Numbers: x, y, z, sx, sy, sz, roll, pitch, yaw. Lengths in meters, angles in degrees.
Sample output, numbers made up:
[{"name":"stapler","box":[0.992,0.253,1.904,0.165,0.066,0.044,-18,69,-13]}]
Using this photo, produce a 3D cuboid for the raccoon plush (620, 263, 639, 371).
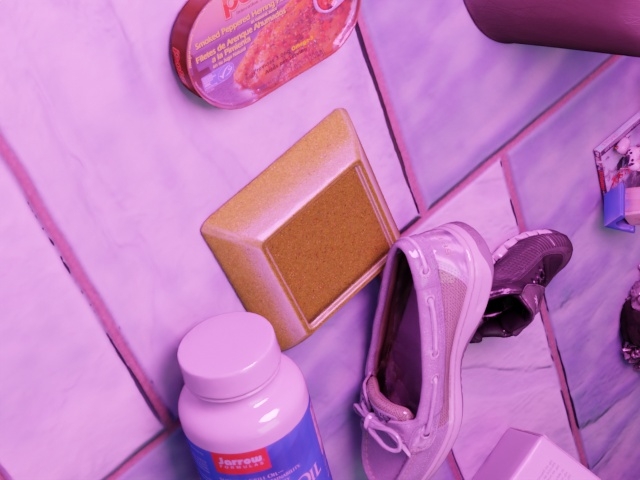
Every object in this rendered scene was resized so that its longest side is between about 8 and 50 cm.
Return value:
[{"name":"raccoon plush","box":[0.589,0.075,1.504,0.216,0.299,0.446,20,97,-44]}]

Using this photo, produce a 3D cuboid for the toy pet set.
[{"name":"toy pet set","box":[0.377,-0.069,1.415,0.122,0.065,0.114,36,54,-54]}]

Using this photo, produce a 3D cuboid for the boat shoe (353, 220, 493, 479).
[{"name":"boat shoe","box":[0.087,0.130,1.213,0.103,0.118,0.320,-8,126,-35]}]

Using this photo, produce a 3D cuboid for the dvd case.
[{"name":"dvd case","box":[0.375,-0.087,1.440,0.087,0.013,0.119,-38,130,-21]}]

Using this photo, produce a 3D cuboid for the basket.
[{"name":"basket","box":[0.264,-0.256,1.111,0.154,0.227,0.204,-37,131,-22]}]

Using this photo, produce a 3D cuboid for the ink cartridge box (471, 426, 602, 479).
[{"name":"ink cartridge box","box":[0.304,0.410,1.430,0.307,0.129,0.223,38,81,-5]}]

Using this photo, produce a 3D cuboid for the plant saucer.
[{"name":"plant saucer","box":[0.000,0.000,1.135,0.188,0.045,0.188,-42,132,-18]}]

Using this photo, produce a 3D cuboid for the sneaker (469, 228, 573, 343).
[{"name":"sneaker","box":[0.215,0.059,1.307,0.234,0.106,0.078,-23,125,-32]}]

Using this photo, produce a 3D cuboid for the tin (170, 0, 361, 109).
[{"name":"tin","box":[-0.045,-0.189,1.010,0.189,0.040,0.106,-34,133,-24]}]

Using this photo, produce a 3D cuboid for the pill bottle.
[{"name":"pill bottle","box":[-0.065,0.181,1.112,0.124,0.124,0.222,-33,128,-25]}]
